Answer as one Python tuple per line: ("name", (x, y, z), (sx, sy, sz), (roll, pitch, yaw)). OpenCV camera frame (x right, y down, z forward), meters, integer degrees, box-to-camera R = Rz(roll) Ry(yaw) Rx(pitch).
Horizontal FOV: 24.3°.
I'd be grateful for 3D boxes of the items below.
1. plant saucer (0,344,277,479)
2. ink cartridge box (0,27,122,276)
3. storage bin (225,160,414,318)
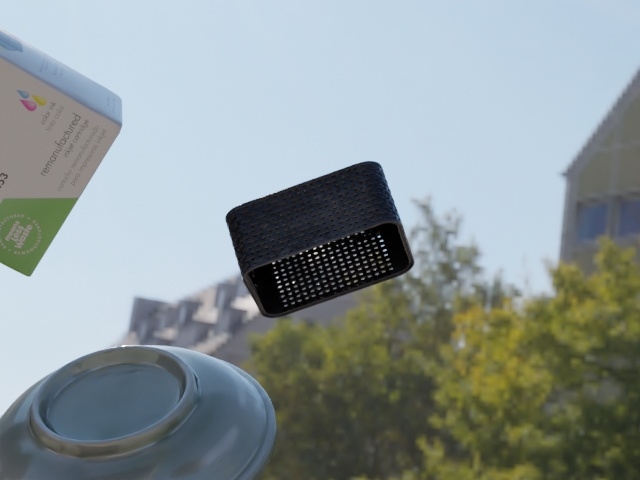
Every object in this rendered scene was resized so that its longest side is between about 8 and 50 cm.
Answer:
("plant saucer", (-0.259, 0.234, 1.913), (0.400, 0.400, 0.101), (2, -57, 19))
("ink cartridge box", (-0.410, -0.140, 1.563), (0.353, 0.207, 0.119), (29, 15, -16))
("storage bin", (0.000, 0.000, 1.616), (0.180, 0.084, 0.122), (-20, -31, 2))
